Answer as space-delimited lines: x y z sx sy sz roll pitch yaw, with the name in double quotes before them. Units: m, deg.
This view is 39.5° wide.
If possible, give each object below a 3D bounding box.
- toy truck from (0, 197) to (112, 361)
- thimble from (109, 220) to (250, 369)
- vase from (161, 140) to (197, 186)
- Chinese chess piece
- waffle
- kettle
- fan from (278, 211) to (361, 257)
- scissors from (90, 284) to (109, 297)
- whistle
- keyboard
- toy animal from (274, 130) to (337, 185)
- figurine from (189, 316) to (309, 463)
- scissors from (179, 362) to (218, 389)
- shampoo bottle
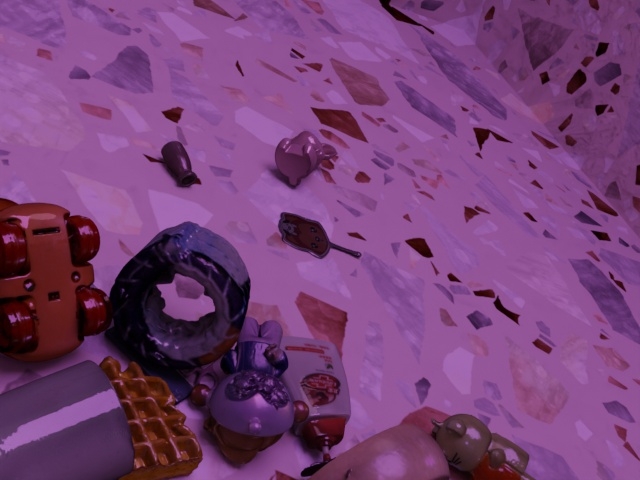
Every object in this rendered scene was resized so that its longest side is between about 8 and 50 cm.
"toy truck" -0.475 0.058 1.410 0.189 0.239 0.265 -9 92 -48
"thimble" -0.231 0.089 1.498 0.237 0.237 0.150 31 17 -7
"vase" -0.310 -0.168 1.970 0.053 0.053 0.101 -1 50 -44
"Chinese chess piece" 0.070 0.390 1.359 0.273 0.273 0.102 -5 52 -47
"waffle" -0.318 0.270 1.360 0.229 0.057 0.219 2 44 -41
"kettle" -0.377 0.300 1.143 0.255 0.165 0.240 -20 90 -34
"fan" 0.000 0.000 2.076 0.220 0.009 0.132 20 36 -21
"scissors" -0.418 0.070 1.572 0.212 0.021 0.110 40 33 10
"whistle" 0.329 0.426 1.705 0.288 0.131 0.106 36 70 3
"keyboard" -0.289 0.206 1.514 0.176 0.014 0.055 42 31 12
"toy animal" -0.042 -0.223 2.246 0.124 0.124 0.212 36 25 2
"figurine" -0.102 0.242 1.516 0.193 0.133 0.274 26 41 7
"scissors" -0.193 0.204 1.599 0.085 0.022 0.176 43 32 -3
"shampoo bottle" -0.014 0.295 1.597 0.153 0.071 0.284 10 37 -23
